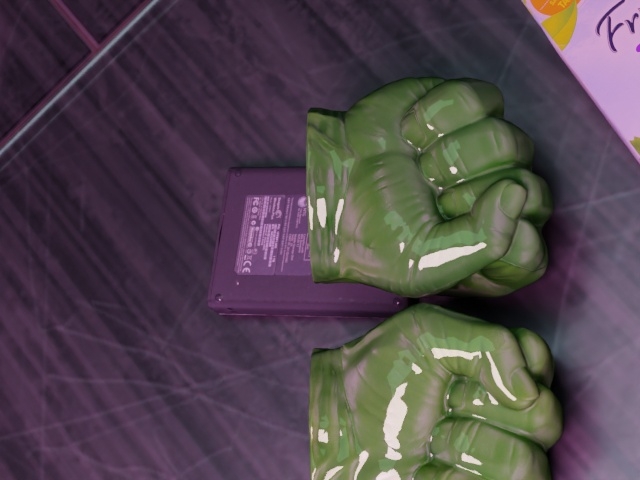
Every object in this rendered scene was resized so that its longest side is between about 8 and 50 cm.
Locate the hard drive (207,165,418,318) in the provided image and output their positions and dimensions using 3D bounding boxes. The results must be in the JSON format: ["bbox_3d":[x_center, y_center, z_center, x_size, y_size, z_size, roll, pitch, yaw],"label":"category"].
[{"bbox_3d":[0.000,0.000,1.196,0.135,0.022,0.094,0,72,25],"label":"hard drive"}]

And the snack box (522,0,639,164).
[{"bbox_3d":[0.238,-0.115,1.102,0.174,0.070,0.207,-37,59,9],"label":"snack box"}]

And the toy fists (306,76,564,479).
[{"bbox_3d":[0.065,0.038,1.097,0.142,0.096,0.279,-2,72,4],"label":"toy fists"}]
